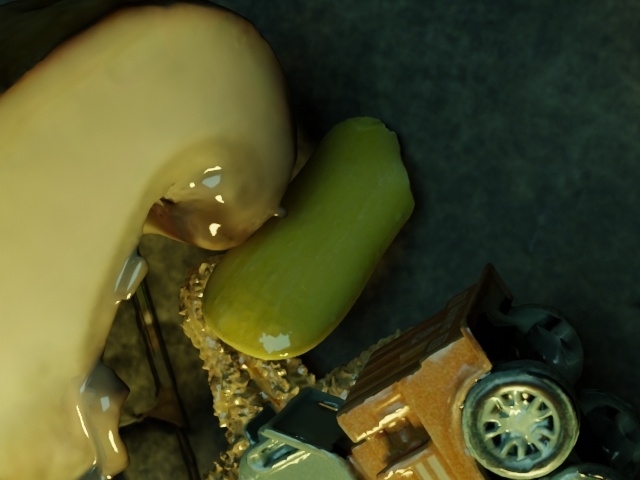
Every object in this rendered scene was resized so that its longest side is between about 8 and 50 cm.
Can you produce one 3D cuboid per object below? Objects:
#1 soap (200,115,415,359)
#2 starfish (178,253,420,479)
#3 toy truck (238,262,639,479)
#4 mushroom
[{"bbox_3d":[0.000,0.000,0.949,0.089,0.033,0.168,28,65,27],"label":"soap"},{"bbox_3d":[0.002,0.157,0.949,0.299,0.060,0.302,34,92,21],"label":"starfish"},{"bbox_3d":[0.110,0.199,0.820,0.184,0.133,0.338,-31,95,16],"label":"toy truck"},{"bbox_3d":[-0.243,-0.033,0.972,0.397,0.224,0.313,18,73,48],"label":"mushroom"}]
